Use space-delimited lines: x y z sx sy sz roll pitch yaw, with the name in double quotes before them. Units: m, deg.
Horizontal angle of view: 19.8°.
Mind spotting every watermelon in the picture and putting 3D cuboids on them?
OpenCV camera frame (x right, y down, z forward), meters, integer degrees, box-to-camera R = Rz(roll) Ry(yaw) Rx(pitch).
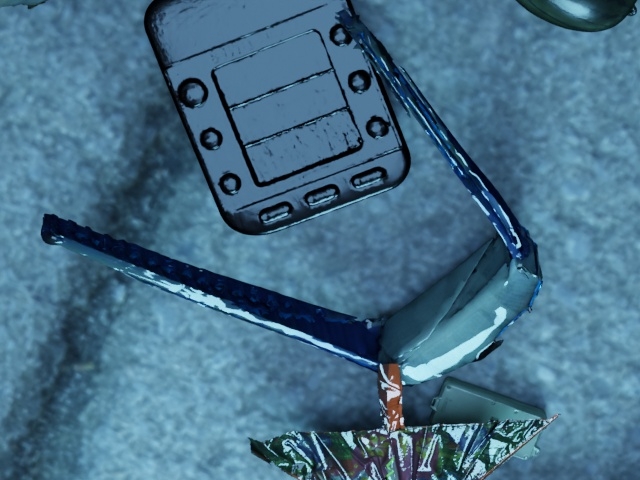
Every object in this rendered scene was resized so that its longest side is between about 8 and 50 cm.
"watermelon" 0.172 -0.186 1.254 0.110 0.078 0.078 28 105 -3

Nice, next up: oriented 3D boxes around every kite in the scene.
"kite" 0.063 0.159 1.355 0.232 0.009 0.189 -4 129 7

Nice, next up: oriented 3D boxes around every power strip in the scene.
"power strip" 0.126 0.134 1.374 0.090 0.016 0.040 19 106 0

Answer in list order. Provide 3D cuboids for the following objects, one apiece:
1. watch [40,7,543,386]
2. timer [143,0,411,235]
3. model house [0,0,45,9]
"watch" -0.006 0.010 1.278 0.276 0.068 0.274 -32 124 18
"timer" -0.030 -0.107 1.306 0.144 0.055 0.187 -20 99 8
"model house" -0.167 -0.292 1.204 0.271 0.178 0.206 -22 87 33
